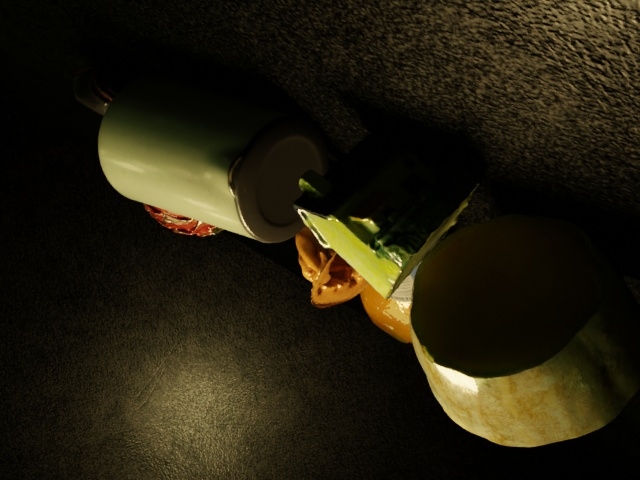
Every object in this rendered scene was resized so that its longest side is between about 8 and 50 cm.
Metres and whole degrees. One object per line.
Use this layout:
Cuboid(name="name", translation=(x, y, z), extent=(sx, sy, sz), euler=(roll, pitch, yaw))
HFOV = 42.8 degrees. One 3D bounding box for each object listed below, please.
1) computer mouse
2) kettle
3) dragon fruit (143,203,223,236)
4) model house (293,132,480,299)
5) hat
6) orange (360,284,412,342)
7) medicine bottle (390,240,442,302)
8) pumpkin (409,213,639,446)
Cuboid(name="computer mouse", translation=(-0.426, -0.308, 1.754), extent=(0.183, 0.116, 0.323), euler=(33, 179, -31))
Cuboid(name="kettle", translation=(-0.154, -0.142, 1.507), extent=(0.377, 0.250, 0.361), euler=(20, -173, 39))
Cuboid(name="dragon fruit", translation=(-0.304, -0.140, 1.897), extent=(0.244, 0.244, 0.299), euler=(25, 166, 33))
Cuboid(name="model house", translation=(0.090, -0.066, 1.190), extent=(0.211, 0.194, 0.170), euler=(40, 160, 13))
Cuboid(name="hat", translation=(0.000, 0.000, 1.860), extent=(0.233, 0.244, 0.233), euler=(41, 170, 29))
Cuboid(name="orange", translation=(0.233, 0.155, 2.057), extent=(0.263, 0.196, 0.334), euler=(8, 153, 33))
Cuboid(name="medicine bottle", translation=(0.141, 0.006, 1.499), extent=(0.157, 0.157, 0.288), euler=(27, 171, 22))
Cuboid(name="pumpkin", translation=(0.288, 0.107, 1.159), extent=(0.332, 0.332, 0.199), euler=(25, 158, 34))
